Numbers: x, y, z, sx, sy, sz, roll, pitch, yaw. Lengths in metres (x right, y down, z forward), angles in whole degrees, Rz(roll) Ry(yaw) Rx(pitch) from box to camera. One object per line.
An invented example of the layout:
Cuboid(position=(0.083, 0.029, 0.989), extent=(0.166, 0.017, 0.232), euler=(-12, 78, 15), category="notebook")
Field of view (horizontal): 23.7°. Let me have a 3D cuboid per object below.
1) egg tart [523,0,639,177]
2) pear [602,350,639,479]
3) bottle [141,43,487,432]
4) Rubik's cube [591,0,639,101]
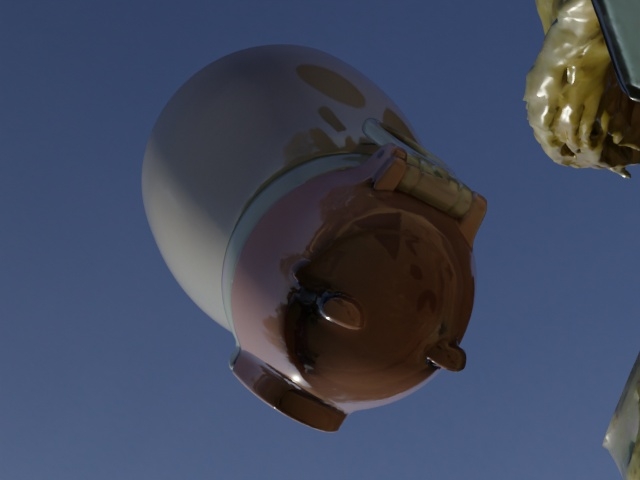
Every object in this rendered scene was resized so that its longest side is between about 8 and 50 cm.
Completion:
Cuboid(position=(0.275, -0.209, 1.030), extent=(0.387, 0.169, 0.388), euler=(-32, -19, -12), category="egg tart")
Cuboid(position=(0.337, 0.138, 1.085), extent=(0.271, 0.271, 0.271), euler=(-13, -66, -31), category="pear")
Cuboid(position=(0.000, 0.000, 0.740), extent=(0.147, 0.236, 0.148), euler=(-5, -69, -13), category="bottle")
Cuboid(position=(0.165, -0.236, 0.450), extent=(0.250, 0.234, 0.284), euler=(43, -117, -31), category="Rubik's cube")
